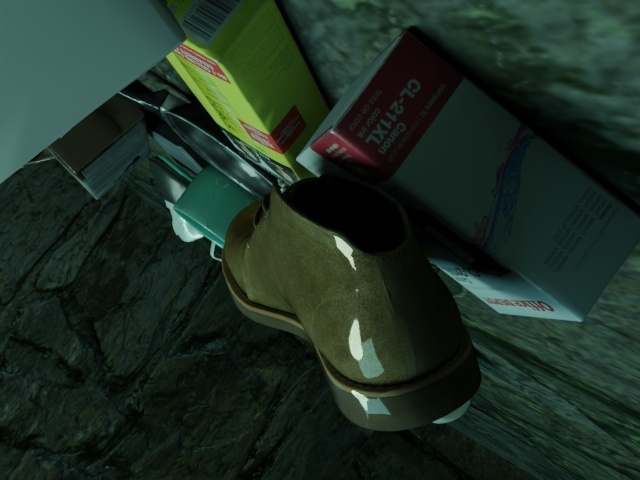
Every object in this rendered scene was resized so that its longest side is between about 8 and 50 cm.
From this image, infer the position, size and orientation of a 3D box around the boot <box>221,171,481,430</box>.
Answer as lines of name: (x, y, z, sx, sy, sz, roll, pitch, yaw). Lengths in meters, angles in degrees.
boot: (0.000, 0.000, 0.580, 0.305, 0.112, 0.115, 34, 144, 65)

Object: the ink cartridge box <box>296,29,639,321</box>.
ink cartridge box: (0.083, -0.031, 0.544, 0.175, 0.072, 0.127, 37, 172, -6)

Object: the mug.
mug: (-0.113, -0.038, 1.240, 0.129, 0.097, 0.158, 29, 171, 36)

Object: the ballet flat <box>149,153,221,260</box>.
ballet flat: (-0.164, -0.025, 1.434, 0.280, 0.096, 0.095, 32, 178, -18)

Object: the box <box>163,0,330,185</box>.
box: (-0.050, -0.113, 0.675, 0.087, 0.058, 0.232, 34, 172, 21)

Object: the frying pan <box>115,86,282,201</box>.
frying pan: (-0.135, -0.118, 1.039, 0.326, 0.053, 0.197, 34, 172, 30)

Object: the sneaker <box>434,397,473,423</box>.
sneaker: (0.097, 0.137, 1.403, 0.331, 0.122, 0.146, 29, 151, 48)

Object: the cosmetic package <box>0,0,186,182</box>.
cosmetic package: (-0.239, -0.205, 0.422, 0.197, 0.155, 0.365, 54, -177, 29)

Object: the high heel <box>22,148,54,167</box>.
high heel: (-0.449, -0.167, 1.474, 0.186, 0.261, 0.093, 17, 122, 63)

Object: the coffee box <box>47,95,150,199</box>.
coffee box: (-0.334, -0.168, 1.255, 0.168, 0.119, 0.297, 47, 171, -3)

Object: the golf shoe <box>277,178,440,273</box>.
golf shoe: (0.038, -0.020, 0.841, 0.176, 0.069, 0.086, 35, 178, 11)

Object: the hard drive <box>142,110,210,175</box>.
hard drive: (-0.204, -0.133, 1.343, 0.094, 0.022, 0.135, 31, 171, 28)
